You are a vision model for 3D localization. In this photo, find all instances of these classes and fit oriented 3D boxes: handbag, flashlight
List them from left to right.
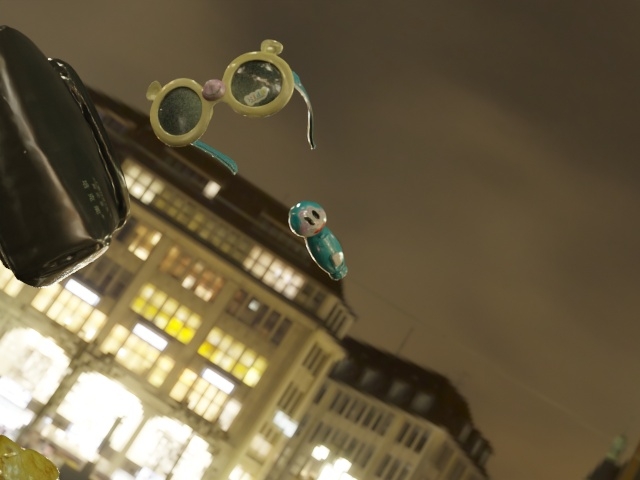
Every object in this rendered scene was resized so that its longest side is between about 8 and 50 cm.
[{"bbox_3d":[-0.346,-0.101,1.446,0.275,0.178,0.301,-177,-119,-89],"label":"handbag"},{"bbox_3d":[0.000,0.000,1.572,0.051,0.051,0.129,17,-31,44],"label":"flashlight"}]

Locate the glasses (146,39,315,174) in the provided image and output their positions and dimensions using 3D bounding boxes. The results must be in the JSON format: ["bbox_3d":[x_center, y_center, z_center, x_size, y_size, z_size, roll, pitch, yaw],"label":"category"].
[{"bbox_3d":[-0.092,-0.135,1.480,0.190,0.088,0.220,-18,-32,13],"label":"glasses"}]

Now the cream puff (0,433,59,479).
[{"bbox_3d":[-0.603,0.526,2.100,0.291,0.257,0.324,45,24,-35],"label":"cream puff"}]
